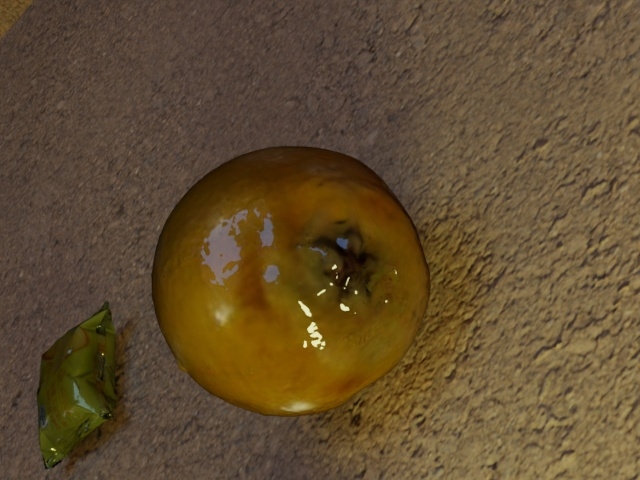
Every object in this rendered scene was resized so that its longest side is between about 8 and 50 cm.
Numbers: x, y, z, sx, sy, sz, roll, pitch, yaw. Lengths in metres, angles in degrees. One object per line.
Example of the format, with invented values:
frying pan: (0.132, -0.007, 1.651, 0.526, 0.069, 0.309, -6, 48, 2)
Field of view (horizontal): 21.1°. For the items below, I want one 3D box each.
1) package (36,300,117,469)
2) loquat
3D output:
package: (-0.363, 0.212, 2.553, 0.168, 0.090, 0.226, -39, 39, 33)
loquat: (-0.034, 0.047, 2.004, 0.328, 0.328, 0.328, -35, 39, 35)
